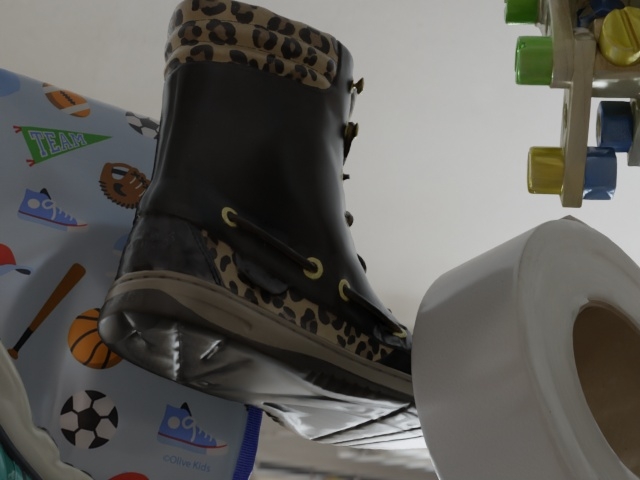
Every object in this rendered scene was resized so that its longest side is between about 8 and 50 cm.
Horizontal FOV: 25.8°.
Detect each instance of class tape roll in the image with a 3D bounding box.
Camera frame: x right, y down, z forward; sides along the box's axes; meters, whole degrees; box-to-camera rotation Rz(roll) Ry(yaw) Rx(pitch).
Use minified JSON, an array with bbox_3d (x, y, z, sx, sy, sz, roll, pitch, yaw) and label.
[{"bbox_3d":[0.193,0.129,1.043,0.100,0.286,0.286,-30,-58,34],"label":"tape roll"}]

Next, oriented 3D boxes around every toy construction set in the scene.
[{"bbox_3d":[0.182,-0.195,0.781,0.151,0.215,0.327,12,-43,-7],"label":"toy construction set"}]

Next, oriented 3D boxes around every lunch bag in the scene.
[{"bbox_3d":[-0.220,0.079,1.229,0.328,0.385,0.239,15,-44,-17],"label":"lunch bag"}]

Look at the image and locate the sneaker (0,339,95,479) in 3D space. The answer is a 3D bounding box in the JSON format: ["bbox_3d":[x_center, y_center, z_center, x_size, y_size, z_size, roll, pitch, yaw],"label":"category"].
[{"bbox_3d":[-0.183,0.156,0.734,0.107,0.110,0.275,-27,-76,25],"label":"sneaker"}]

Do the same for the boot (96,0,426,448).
[{"bbox_3d":[0.000,0.000,1.100,0.377,0.284,0.138,24,-32,-38],"label":"boot"}]
